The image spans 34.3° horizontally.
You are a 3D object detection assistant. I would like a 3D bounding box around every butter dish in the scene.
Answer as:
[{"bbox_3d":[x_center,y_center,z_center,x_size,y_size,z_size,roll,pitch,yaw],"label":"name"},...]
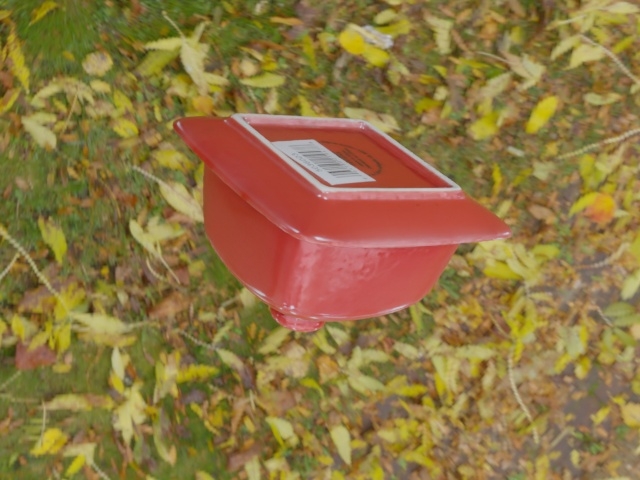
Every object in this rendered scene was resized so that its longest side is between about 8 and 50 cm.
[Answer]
[{"bbox_3d":[0.000,0.000,0.614,0.160,0.160,0.118,-1,120,-37],"label":"butter dish"}]
